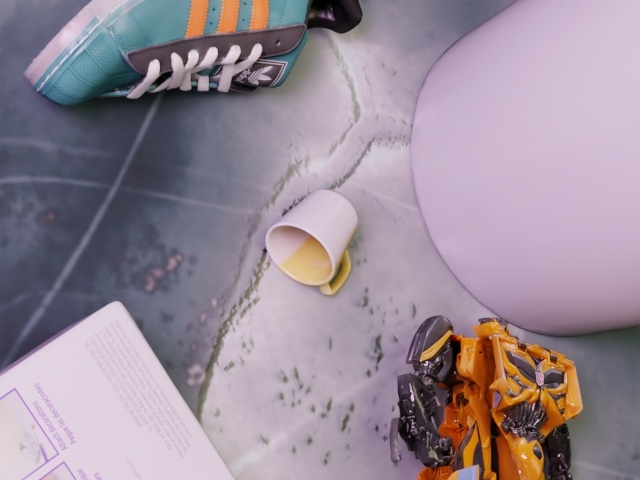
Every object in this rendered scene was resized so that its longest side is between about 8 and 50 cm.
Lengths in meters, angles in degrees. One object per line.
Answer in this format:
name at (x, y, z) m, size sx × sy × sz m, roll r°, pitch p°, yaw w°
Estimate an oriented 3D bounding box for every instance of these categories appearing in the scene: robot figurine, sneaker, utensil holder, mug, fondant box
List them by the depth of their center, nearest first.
fondant box at (-0.204, 0.226, 0.835) m, size 0.330 × 0.096 × 0.238 m, roll -36°, pitch 97°, yaw -34°
sneaker at (-0.080, -0.161, 1.003) m, size 0.302 × 0.108 × 0.121 m, roll -36°, pitch 93°, yaw -34°
robot figurine at (0.147, 0.197, 1.045) m, size 0.211 × 0.085 × 0.291 m, roll 22°, pitch 62°, yaw -39°
mug at (-0.003, -0.003, 1.048) m, size 0.062 × 0.078 × 0.064 m, roll 26°, pitch 50°, yaw 13°
utensil holder at (0.301, -0.102, 1.055) m, size 0.328 × 0.385 × 0.327 m, roll 8°, pitch 74°, yaw -30°
